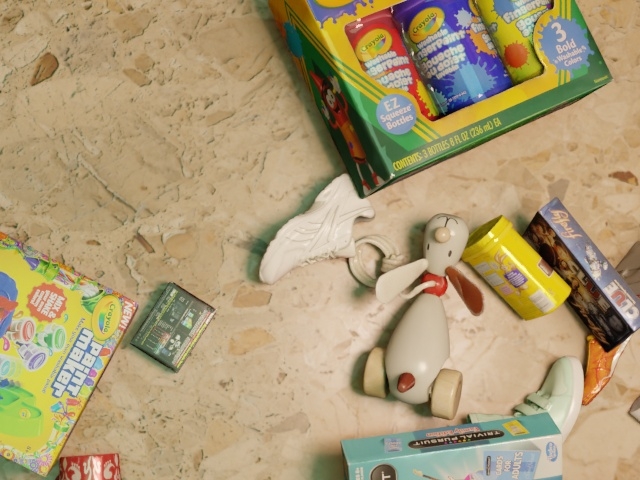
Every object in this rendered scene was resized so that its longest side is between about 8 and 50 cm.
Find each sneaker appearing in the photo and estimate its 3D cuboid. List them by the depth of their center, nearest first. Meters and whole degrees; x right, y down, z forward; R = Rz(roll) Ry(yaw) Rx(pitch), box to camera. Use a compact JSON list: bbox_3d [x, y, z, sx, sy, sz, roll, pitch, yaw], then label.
[{"bbox_3d":[0.000,0.000,1.910,0.115,0.090,0.232,44,80,8],"label":"sneaker"},{"bbox_3d":[0.329,0.287,1.928,0.151,0.094,0.256,26,83,-11],"label":"sneaker"},{"bbox_3d":[0.474,0.201,1.990,0.067,0.064,0.175,26,73,11],"label":"sneaker"}]

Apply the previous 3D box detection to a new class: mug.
[{"bbox_3d":[-0.372,0.417,1.804,0.150,0.113,0.169,-2,80,-11],"label":"mug"}]

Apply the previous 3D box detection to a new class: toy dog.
[{"bbox_3d":[0.157,0.126,1.863,0.220,0.161,0.333,-9,85,11],"label":"toy dog"}]

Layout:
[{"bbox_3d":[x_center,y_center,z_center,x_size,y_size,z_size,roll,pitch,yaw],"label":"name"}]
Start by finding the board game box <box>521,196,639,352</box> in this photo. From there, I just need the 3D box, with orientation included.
[{"bbox_3d":[0.429,0.059,1.913,0.042,0.165,0.243,-33,76,-11],"label":"board game box"}]

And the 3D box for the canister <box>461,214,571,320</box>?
[{"bbox_3d":[0.321,0.049,1.943,0.170,0.126,0.073,45,69,-4],"label":"canister"}]

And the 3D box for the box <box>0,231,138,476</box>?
[{"bbox_3d":[-0.467,0.163,1.784,0.279,0.177,0.290,27,80,-6],"label":"box"}]

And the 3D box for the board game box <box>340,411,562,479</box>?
[{"bbox_3d":[0.211,0.421,1.847,0.336,0.079,0.253,-7,110,-6],"label":"board game box"}]

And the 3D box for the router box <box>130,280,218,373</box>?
[{"bbox_3d":[-0.237,0.140,1.891,0.092,0.038,0.122,33,80,-3],"label":"router box"}]

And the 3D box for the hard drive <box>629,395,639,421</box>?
[{"bbox_3d":[0.718,0.343,1.923,0.353,0.233,0.047,39,51,-3],"label":"hard drive"}]

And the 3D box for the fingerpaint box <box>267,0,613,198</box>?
[{"bbox_3d":[0.198,-0.331,1.920,0.445,0.163,0.371,-24,87,-19],"label":"fingerpaint box"}]

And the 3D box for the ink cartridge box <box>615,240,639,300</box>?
[{"bbox_3d":[0.641,0.120,1.939,0.289,0.211,0.121,40,78,-3],"label":"ink cartridge box"}]
